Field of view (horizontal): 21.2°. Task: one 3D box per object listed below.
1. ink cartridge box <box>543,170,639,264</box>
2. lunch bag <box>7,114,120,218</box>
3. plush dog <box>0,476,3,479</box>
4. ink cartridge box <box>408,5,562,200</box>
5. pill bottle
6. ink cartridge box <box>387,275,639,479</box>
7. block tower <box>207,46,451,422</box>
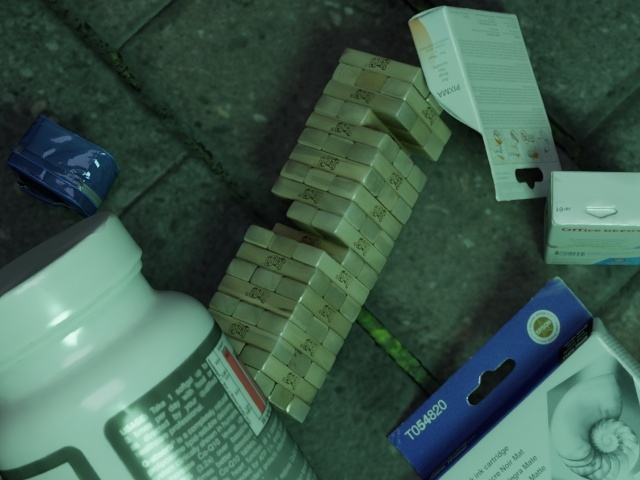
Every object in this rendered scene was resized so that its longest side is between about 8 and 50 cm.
[{"bbox_3d":[0.243,-0.019,1.504,0.088,0.122,0.052,1,74,4],"label":"ink cartridge box"},{"bbox_3d":[-0.243,-0.065,1.583,0.098,0.067,0.065,28,77,13],"label":"lunch bag"},{"bbox_3d":[-0.378,0.226,1.452,0.225,0.262,0.210,7,41,-3],"label":"plush dog"},{"bbox_3d":[0.153,-0.119,1.537,0.045,0.145,0.179,-17,84,33],"label":"ink cartridge box"},{"bbox_3d":[-0.137,0.171,1.369,0.210,0.210,0.363,-33,101,-5],"label":"pill bottle"},{"bbox_3d":[0.192,0.183,1.445,0.223,0.045,0.224,-47,73,18],"label":"ink cartridge box"},{"bbox_3d":[0.000,0.000,1.519,0.097,0.091,0.335,20,76,38],"label":"block tower"}]
